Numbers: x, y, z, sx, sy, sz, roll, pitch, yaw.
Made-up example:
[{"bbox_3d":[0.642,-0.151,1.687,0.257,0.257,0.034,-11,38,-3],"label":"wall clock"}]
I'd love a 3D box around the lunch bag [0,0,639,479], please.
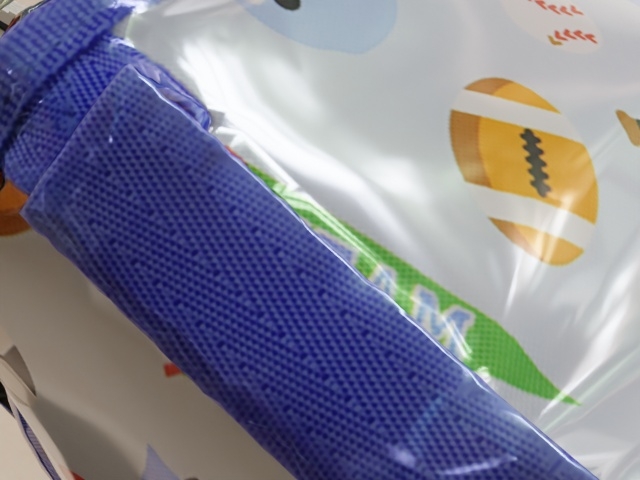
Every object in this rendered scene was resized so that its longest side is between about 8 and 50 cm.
[{"bbox_3d":[0.101,0.069,0.488,0.239,0.328,0.385,-53,163,12],"label":"lunch bag"}]

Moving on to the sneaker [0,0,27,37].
[{"bbox_3d":[-0.331,-0.194,1.635,0.090,0.235,0.095,-8,127,-64],"label":"sneaker"}]

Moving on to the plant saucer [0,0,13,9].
[{"bbox_3d":[-0.324,-0.311,1.120,0.400,0.100,0.401,-2,104,-6],"label":"plant saucer"}]

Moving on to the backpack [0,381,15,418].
[{"bbox_3d":[-0.207,0.118,1.479,0.105,0.084,0.114,43,84,8],"label":"backpack"}]

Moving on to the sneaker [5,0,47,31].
[{"bbox_3d":[-0.119,-0.102,1.282,0.104,0.261,0.125,-67,170,-47],"label":"sneaker"}]
